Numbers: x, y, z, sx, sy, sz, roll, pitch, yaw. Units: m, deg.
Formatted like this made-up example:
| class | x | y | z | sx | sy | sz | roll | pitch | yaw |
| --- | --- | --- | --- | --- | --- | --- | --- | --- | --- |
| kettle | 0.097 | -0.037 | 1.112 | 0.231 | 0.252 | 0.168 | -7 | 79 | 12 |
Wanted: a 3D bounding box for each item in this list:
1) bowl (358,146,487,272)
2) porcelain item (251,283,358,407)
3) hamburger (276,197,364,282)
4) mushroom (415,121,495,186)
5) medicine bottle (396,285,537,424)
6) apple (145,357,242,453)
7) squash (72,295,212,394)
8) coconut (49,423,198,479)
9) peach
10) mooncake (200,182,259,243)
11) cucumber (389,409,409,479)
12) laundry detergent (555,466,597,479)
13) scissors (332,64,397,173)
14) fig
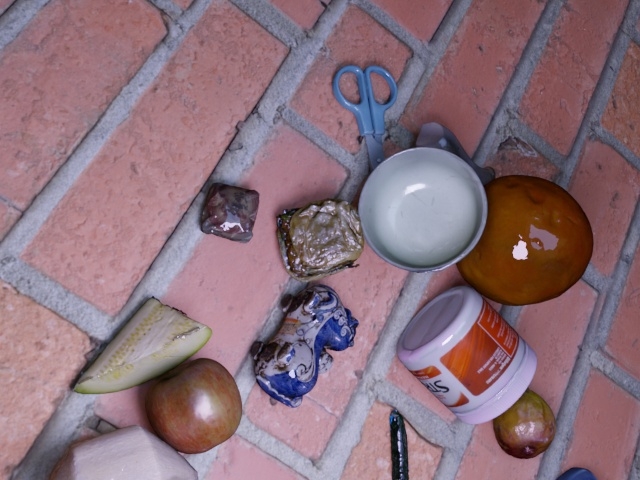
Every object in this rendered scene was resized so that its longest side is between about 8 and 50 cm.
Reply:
| class | x | y | z | sx | sy | sz | roll | pitch | yaw |
| --- | --- | --- | --- | --- | --- | --- | --- | --- | --- |
| bowl | 0.256 | -0.068 | 1.770 | 0.307 | 0.163 | 0.307 | -1 | 84 | 14 |
| porcelain item | -0.030 | 0.241 | 1.634 | 0.186 | 0.138 | 0.288 | 47 | 56 | -28 |
| hamburger | 0.000 | 0.000 | 1.718 | 0.206 | 0.130 | 0.183 | -15 | 82 | -10 |
| mushroom | 0.371 | -0.208 | 1.960 | 0.270 | 0.103 | 0.118 | 35 | 70 | -25 |
| medicine bottle | 0.348 | 0.271 | 1.728 | 0.241 | 0.252 | 0.252 | 44 | 63 | -9 |
| apple | -0.253 | 0.338 | 1.456 | 0.188 | 0.188 | 0.174 | -30 | 92 | -29 |
| squash | -0.357 | 0.256 | 1.470 | 0.169 | 0.093 | 0.252 | 21 | 58 | 29 |
| coconut | -0.360 | 0.473 | 1.342 | 0.266 | 0.237 | 0.237 | -11 | 82 | -29 |
| peach | 0.518 | 0.008 | 1.832 | 0.301 | 0.343 | 0.343 | 14 | 71 | -13 |
| mooncake | -0.207 | -0.067 | 1.650 | 0.125 | 0.073 | 0.130 | 14 | 69 | -21 |
| cucumber | 0.189 | 0.533 | 1.702 | 0.044 | 0.043 | 0.257 | 7 | 73 | -29 |
| laundry detergent | 0.603 | 0.707 | 1.829 | 0.290 | 0.094 | 0.143 | -25 | 92 | -29 |
| scissors | 0.143 | -0.249 | 1.892 | 0.192 | 0.029 | 0.447 | -4 | 81 | -27 |
| fig | 0.534 | 0.432 | 1.859 | 0.159 | 0.159 | 0.257 | 34 | 47 | -14 |
